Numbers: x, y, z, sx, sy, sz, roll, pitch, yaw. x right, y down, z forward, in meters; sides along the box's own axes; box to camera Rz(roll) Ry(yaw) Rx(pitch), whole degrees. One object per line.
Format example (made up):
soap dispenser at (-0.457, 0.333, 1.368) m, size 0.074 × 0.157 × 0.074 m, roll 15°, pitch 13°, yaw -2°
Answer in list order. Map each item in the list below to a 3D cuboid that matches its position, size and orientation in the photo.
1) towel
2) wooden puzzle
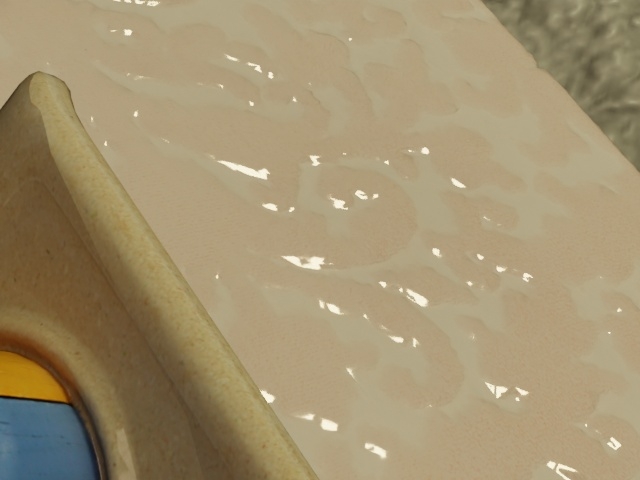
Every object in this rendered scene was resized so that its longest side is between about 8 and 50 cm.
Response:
towel at (0.000, 0.000, 0.631) m, size 0.332 × 0.053 × 0.317 m, roll -13°, pitch 55°, yaw -40°
wooden puzzle at (-0.111, 0.169, 0.414) m, size 0.322 × 0.080 × 0.348 m, roll -49°, pitch 53°, yaw 20°
